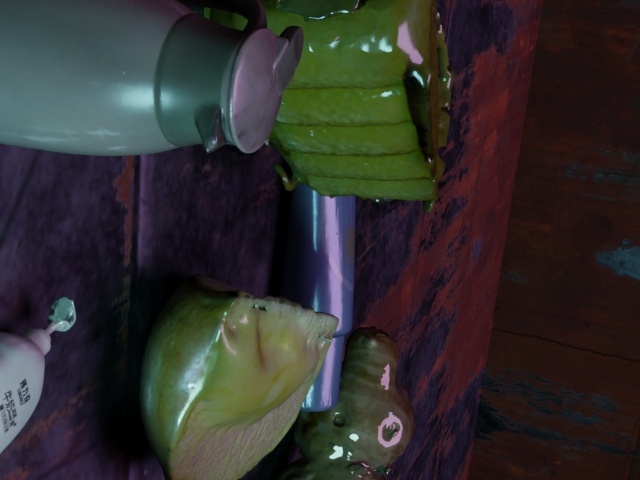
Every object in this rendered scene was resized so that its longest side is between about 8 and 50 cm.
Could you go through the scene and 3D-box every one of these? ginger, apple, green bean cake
[{"bbox_3d":[0.022,0.289,1.235,0.256,0.176,0.375,100,3,-81],"label":"ginger"},{"bbox_3d":[-0.092,0.124,0.866,0.193,0.120,0.265,-65,159,1],"label":"apple"},{"bbox_3d":[0.014,-0.201,0.886,0.310,0.202,0.284,69,25,-60],"label":"green bean cake"}]

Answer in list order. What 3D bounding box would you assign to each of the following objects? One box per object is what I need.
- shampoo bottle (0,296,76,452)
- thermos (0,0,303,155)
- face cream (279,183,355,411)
[{"bbox_3d":[-0.204,0.091,0.617,0.152,0.045,0.077,-55,150,-52],"label":"shampoo bottle"},{"bbox_3d":[-0.108,-0.106,0.547,0.105,0.193,0.137,80,27,-45],"label":"thermos"},{"bbox_3d":[0.000,0.000,1.115,0.136,0.086,0.385,-15,111,-69],"label":"face cream"}]
